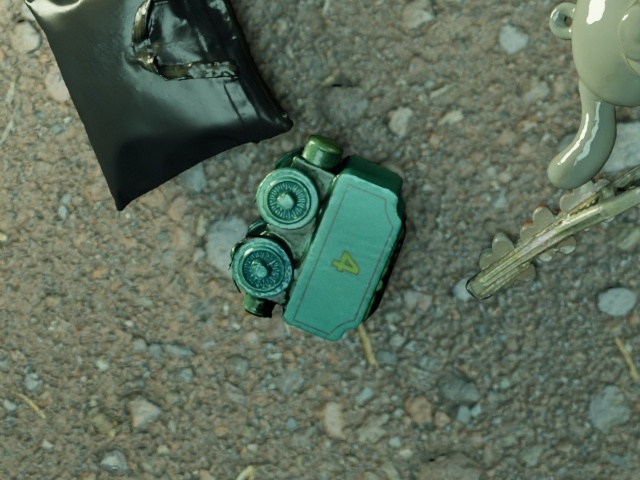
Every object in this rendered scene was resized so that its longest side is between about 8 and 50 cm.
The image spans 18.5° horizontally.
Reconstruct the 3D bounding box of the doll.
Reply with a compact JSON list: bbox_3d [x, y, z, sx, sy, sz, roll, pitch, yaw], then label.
[{"bbox_3d":[0.319,-0.159,1.796,0.243,0.159,0.311,28,107,6],"label":"doll"}]

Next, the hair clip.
[{"bbox_3d":[0.231,-0.013,1.913,0.214,0.056,0.062,-32,110,26],"label":"hair clip"}]

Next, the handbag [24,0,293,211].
[{"bbox_3d":[-0.164,-0.182,1.950,0.211,0.089,0.254,-22,93,20],"label":"handbag"}]

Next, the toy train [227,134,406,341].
[{"bbox_3d":[0.000,0.000,1.944,0.154,0.107,0.198,22,106,0],"label":"toy train"}]
